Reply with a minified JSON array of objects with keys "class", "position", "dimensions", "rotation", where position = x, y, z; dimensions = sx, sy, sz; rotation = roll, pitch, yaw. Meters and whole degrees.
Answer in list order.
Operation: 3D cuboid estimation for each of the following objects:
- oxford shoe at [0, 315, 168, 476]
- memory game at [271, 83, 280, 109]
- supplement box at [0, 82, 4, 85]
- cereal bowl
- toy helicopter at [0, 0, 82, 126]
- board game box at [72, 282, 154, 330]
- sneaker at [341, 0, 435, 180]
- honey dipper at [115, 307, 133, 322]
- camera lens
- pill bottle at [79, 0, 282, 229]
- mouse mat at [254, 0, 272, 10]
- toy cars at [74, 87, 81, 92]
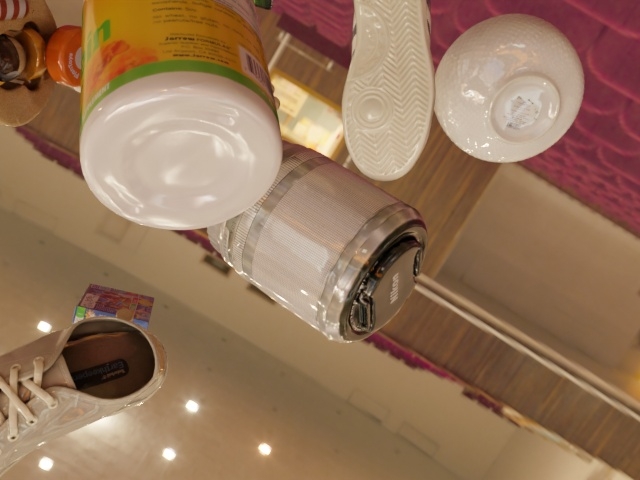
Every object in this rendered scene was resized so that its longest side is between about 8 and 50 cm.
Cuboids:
[{"class":"oxford shoe","position":[-0.404,0.213,1.129],"dimensions":[0.449,0.130,0.169],"rotation":[-21,-103,-28]},{"class":"memory game","position":[-0.168,-0.264,1.795],"dimensions":[0.186,0.186,0.012],"rotation":[37,-179,27]},{"class":"supplement box","position":[-0.726,-0.371,1.690],"dimensions":[0.194,0.192,0.129],"rotation":[3,180,-38]},{"class":"cereal bowl","position":[0.425,-0.313,1.884],"dimensions":[0.338,0.339,0.141],"rotation":[26,-156,-24]},{"class":"toy helicopter","position":[-0.433,-0.289,1.064],"dimensions":[0.140,0.235,0.355],"rotation":[15,142,23]},{"class":"board game box","position":[-0.394,0.132,1.657],"dimensions":[0.136,0.035,0.201],"rotation":[14,-173,-9]},{"class":"sneaker","position":[0.104,-0.261,1.209],"dimensions":[0.131,0.350,0.148],"rotation":[4,-170,12]},{"class":"honey dipper","position":[-0.351,0.177,1.502],"dimensions":[0.030,0.161,0.031],"rotation":[11,-134,-12]},{"class":"camera lens","position":[0.000,0.000,1.247],"dimensions":[0.274,0.220,0.219],"rotation":[33,-169,25]},{"class":"pill bottle","position":[-0.111,-0.140,0.651],"dimensions":[0.136,0.136,0.246],"rotation":[23,-141,-35]},{"class":"mouse mat","position":[-0.120,-0.454,1.305],"dimensions":[0.007,0.190,0.152],"rotation":[-22,-147,-31]},{"class":"toy cars","position":[-0.520,-0.371,1.794],"dimensions":[0.393,0.087,0.176],"rotation":[30,-174,39]}]
